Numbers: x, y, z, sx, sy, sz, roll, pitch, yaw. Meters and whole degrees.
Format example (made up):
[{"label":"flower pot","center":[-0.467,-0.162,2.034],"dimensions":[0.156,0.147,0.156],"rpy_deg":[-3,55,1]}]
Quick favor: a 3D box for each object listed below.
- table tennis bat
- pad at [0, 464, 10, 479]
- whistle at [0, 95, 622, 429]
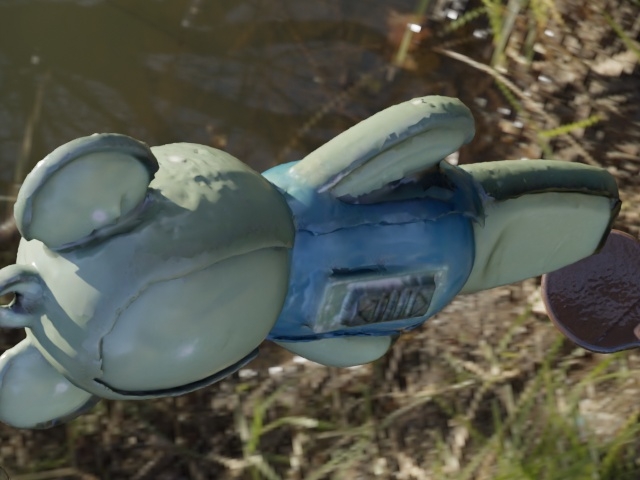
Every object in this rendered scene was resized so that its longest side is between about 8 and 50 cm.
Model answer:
[{"label":"table tennis bat","center":[0.265,0.056,1.373],"dimensions":[0.107,0.119,0.170],"rpy_deg":[-43,81,-4]},{"label":"pad","center":[-0.287,0.175,0.616],"dimensions":[0.286,0.284,0.018],"rpy_deg":[-44,65,32]},{"label":"whistle","center":[0.000,0.000,0.535],"dimensions":[0.077,0.236,0.114],"rpy_deg":[50,137,39]}]
